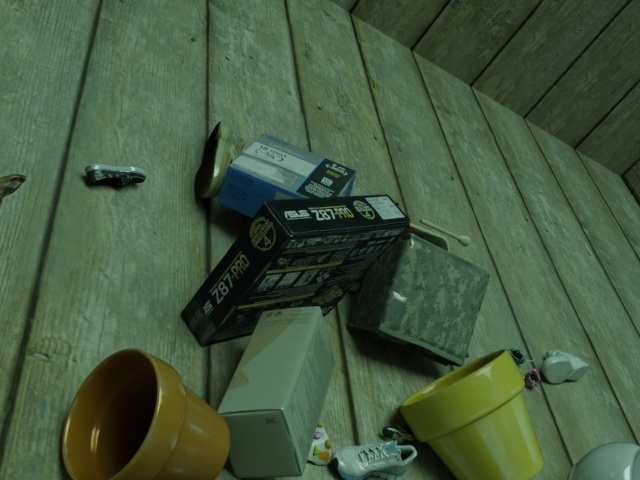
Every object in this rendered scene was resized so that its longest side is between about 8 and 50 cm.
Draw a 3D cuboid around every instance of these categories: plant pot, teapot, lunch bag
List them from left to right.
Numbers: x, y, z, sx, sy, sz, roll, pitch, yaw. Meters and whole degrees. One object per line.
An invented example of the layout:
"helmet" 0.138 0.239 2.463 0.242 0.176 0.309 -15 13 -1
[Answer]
"plant pot" -0.244 0.288 1.301 0.188 0.205 0.205 35 25 -42
"lunch bag" 0.240 0.139 1.988 0.287 0.169 0.235 25 77 -26
"plant pot" 0.326 0.383 1.779 0.254 0.254 0.239 -20 80 -57
"teapot" 0.625 0.564 1.923 0.256 0.187 0.252 51 42 -34

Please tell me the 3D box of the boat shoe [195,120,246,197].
"boat shoe" -0.223 -0.181 2.056 0.098 0.109 0.302 29 25 -17

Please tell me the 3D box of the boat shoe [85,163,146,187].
"boat shoe" -0.423 -0.129 1.817 0.142 0.049 0.040 3 64 -45

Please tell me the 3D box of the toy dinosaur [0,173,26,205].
"toy dinosaur" -0.649 -0.072 1.403 0.296 0.127 0.200 19 26 -11

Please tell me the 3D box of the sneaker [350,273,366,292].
"sneaker" 0.000 0.000 2.015 0.344 0.146 0.134 18 35 -32

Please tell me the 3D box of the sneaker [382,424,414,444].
"sneaker" 0.153 0.389 1.770 0.083 0.031 0.035 28 23 -37

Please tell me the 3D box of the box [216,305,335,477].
"box" -0.070 0.259 1.537 0.311 0.121 0.148 -66 146 -61

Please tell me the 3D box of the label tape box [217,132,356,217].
"label tape box" -0.055 -0.144 2.003 0.241 0.106 0.333 23 30 7

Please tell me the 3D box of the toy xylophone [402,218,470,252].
"toy xylophone" 0.223 0.003 2.206 0.323 0.236 0.081 16 80 -37

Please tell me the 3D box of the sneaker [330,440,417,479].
"sneaker" 0.104 0.403 1.636 0.191 0.083 0.071 9 42 -41

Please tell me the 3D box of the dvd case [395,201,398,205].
"dvd case" 0.079 -0.068 2.144 0.239 0.179 0.029 -25 112 -71

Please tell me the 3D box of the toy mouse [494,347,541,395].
"toy mouse" 0.523 0.333 2.270 0.161 0.031 0.143 48 30 15

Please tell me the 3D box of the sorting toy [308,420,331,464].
"sorting toy" -0.027 0.367 1.588 0.075 0.045 0.083 -7 50 -29

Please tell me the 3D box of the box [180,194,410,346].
"box" -0.039 0.051 1.720 0.395 0.318 0.097 -8 53 -52

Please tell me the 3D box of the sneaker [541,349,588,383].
"sneaker" 0.643 0.333 2.382 0.212 0.080 0.094 14 25 -49
